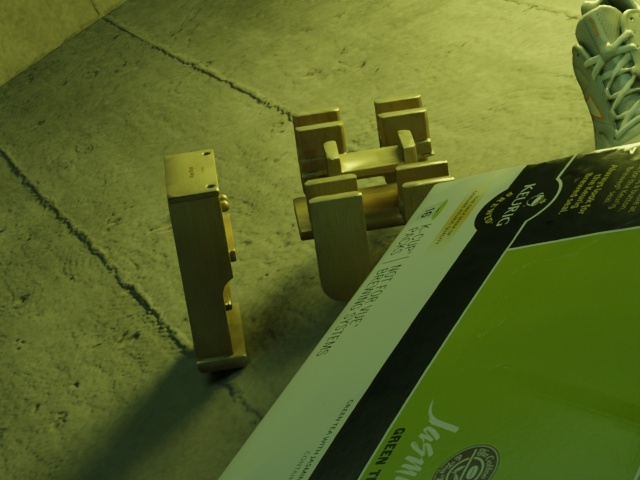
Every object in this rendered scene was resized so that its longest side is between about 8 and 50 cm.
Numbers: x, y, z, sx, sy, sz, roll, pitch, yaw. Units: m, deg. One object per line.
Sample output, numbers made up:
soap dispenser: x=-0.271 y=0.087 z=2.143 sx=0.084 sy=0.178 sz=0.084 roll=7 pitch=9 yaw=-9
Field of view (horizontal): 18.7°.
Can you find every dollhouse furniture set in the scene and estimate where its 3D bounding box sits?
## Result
dollhouse furniture set: x=0.000 y=0.000 z=1.651 sx=0.242 sy=0.161 sz=0.212 roll=-9 pitch=24 yaw=-2

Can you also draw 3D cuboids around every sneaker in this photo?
sneaker: x=0.241 y=-0.119 z=1.544 sx=0.099 sy=0.121 sz=0.262 roll=-27 pitch=23 yaw=14

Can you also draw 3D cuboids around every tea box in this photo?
tea box: x=0.162 y=0.120 z=1.029 sx=0.323 sy=0.220 sz=0.329 roll=-11 pitch=31 yaw=43
